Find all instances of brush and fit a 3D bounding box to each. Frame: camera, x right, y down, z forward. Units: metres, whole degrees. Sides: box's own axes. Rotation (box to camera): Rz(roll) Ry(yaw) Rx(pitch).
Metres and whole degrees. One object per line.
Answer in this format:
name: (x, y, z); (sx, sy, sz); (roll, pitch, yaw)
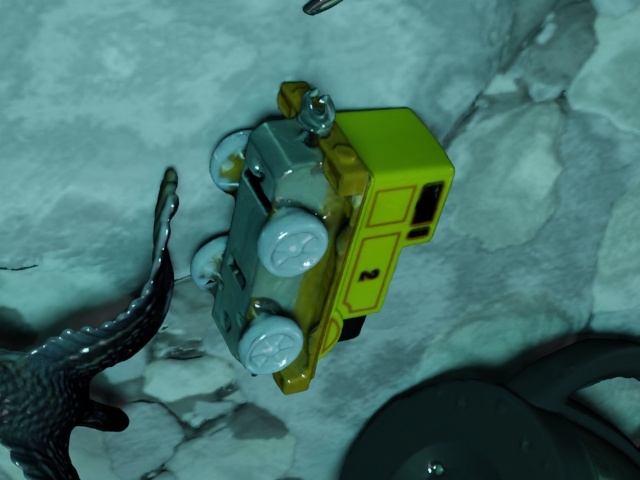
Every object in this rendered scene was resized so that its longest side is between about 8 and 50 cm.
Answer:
brush: (0.028, -0.141, 0.688); (0.083, 0.008, 0.024); (-27, 139, 7)

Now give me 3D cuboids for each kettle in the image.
kettle: (0.170, 0.210, 0.978); (0.207, 0.250, 0.271); (-14, 153, 39)

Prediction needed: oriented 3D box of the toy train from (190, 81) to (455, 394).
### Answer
toy train: (0.000, 0.000, 0.762); (0.127, 0.089, 0.219); (-9, 135, -26)

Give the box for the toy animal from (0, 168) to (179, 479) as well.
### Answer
toy animal: (-0.162, 0.085, 0.778); (0.160, 0.197, 0.272); (18, 82, -13)
